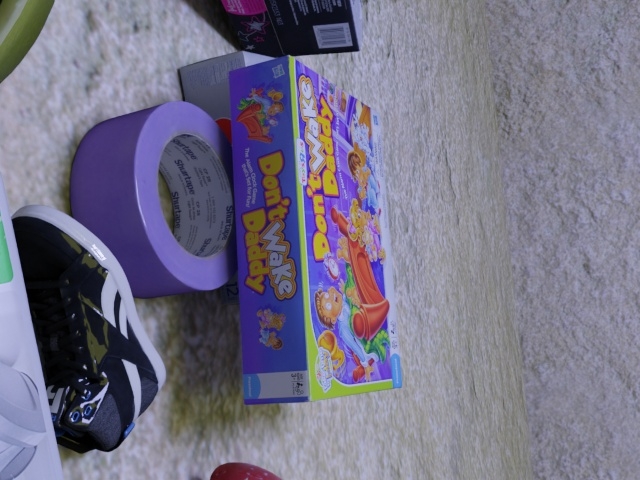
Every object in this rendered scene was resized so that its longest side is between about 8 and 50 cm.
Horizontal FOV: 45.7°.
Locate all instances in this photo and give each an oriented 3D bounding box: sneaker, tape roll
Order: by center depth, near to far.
[{"bbox_3d":[-0.204,0.087,0.618,0.121,0.079,0.217,-67,141,-50],"label":"sneaker"},{"bbox_3d":[-0.154,-0.039,0.763,0.189,0.080,0.189,34,51,-56],"label":"tape roll"}]

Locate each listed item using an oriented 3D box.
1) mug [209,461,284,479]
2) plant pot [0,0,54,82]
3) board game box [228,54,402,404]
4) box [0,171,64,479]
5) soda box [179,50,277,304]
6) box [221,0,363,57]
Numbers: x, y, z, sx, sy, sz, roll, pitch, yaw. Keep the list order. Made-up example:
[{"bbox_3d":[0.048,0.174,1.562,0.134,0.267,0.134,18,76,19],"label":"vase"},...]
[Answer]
[{"bbox_3d":[-0.088,0.333,0.744,0.150,0.113,0.169,67,32,-23],"label":"mug"},{"bbox_3d":[-0.247,-0.167,0.392,0.293,0.275,0.275,-141,-143,-79],"label":"plant pot"},{"bbox_3d":[0.000,0.000,0.856,0.233,0.078,0.347,12,72,-61],"label":"board game box"},{"bbox_3d":[-0.245,0.107,0.323,0.127,0.262,0.231,-15,96,-63],"label":"box"},{"bbox_3d":[-0.081,-0.073,0.909,0.098,0.091,0.286,-13,93,-64],"label":"soda box"},{"bbox_3d":[-0.038,-0.348,0.931,0.247,0.163,0.142,61,27,-72],"label":"box"}]
